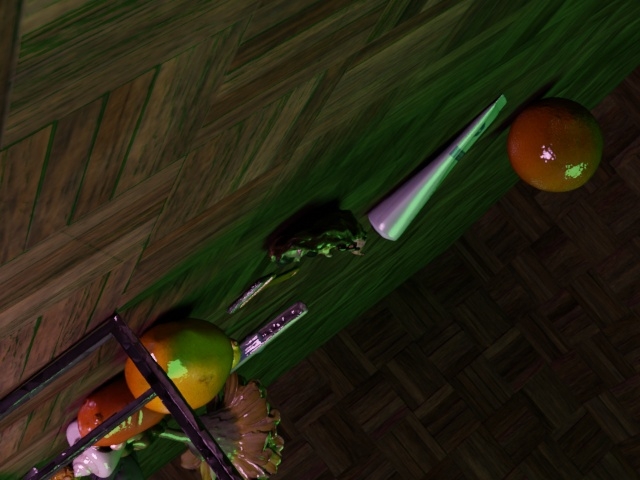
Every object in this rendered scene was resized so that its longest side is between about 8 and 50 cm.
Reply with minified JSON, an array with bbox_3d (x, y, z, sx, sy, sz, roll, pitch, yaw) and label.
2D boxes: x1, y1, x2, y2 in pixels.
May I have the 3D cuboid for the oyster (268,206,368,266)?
[{"bbox_3d":[0.003,-0.001,1.671,0.129,0.078,0.345,-19,178,10],"label":"oyster"}]

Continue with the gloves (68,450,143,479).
[{"bbox_3d":[-0.374,0.402,2.008,0.119,0.142,0.285,-44,-170,9],"label":"gloves"}]

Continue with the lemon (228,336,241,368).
[{"bbox_3d":[-0.170,0.199,2.025,0.083,0.062,0.062,-42,172,37],"label":"lemon"}]

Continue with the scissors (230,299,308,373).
[{"bbox_3d":[-0.140,0.214,2.341,0.289,0.041,0.138,-37,175,13],"label":"scissors"}]

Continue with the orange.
[{"bbox_3d":[0.467,-0.191,2.309,0.206,0.206,0.206,-39,173,-6],"label":"orange"}]

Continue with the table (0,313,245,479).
[{"bbox_3d":[-0.214,0.317,1.267,0.272,0.335,0.222,-36,154,-10],"label":"table"}]

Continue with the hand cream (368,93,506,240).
[{"bbox_3d":[0.204,-0.130,1.992,0.320,0.067,0.109,-48,170,8],"label":"hand cream"}]

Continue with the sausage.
[{"bbox_3d":[-0.274,0.236,1.645,0.179,0.089,0.089,-22,162,-49],"label":"sausage"}]

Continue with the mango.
[{"bbox_3d":[-0.193,0.162,1.540,0.145,0.112,0.219,-41,160,-2],"label":"mango"}]

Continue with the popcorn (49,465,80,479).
[{"bbox_3d":[-0.458,0.422,1.997,0.084,0.084,0.084,-39,173,-6],"label":"popcorn"}]

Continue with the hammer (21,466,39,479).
[{"bbox_3d":[-0.472,0.373,1.722,0.103,0.029,0.246,-37,171,-14],"label":"hammer"}]

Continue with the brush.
[{"bbox_3d":[-0.081,0.071,1.891,0.083,0.011,0.205,-43,173,24],"label":"brush"}]

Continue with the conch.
[{"bbox_3d":[-0.308,0.281,1.717,0.176,0.094,0.104,-37,153,-32],"label":"conch"}]

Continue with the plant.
[{"bbox_3d":[-0.213,0.449,2.554,0.305,0.261,0.297,-54,168,19],"label":"plant"}]

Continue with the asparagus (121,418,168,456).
[{"bbox_3d":[-0.335,0.325,1.929,0.080,0.080,0.287,-42,164,19],"label":"asparagus"}]
